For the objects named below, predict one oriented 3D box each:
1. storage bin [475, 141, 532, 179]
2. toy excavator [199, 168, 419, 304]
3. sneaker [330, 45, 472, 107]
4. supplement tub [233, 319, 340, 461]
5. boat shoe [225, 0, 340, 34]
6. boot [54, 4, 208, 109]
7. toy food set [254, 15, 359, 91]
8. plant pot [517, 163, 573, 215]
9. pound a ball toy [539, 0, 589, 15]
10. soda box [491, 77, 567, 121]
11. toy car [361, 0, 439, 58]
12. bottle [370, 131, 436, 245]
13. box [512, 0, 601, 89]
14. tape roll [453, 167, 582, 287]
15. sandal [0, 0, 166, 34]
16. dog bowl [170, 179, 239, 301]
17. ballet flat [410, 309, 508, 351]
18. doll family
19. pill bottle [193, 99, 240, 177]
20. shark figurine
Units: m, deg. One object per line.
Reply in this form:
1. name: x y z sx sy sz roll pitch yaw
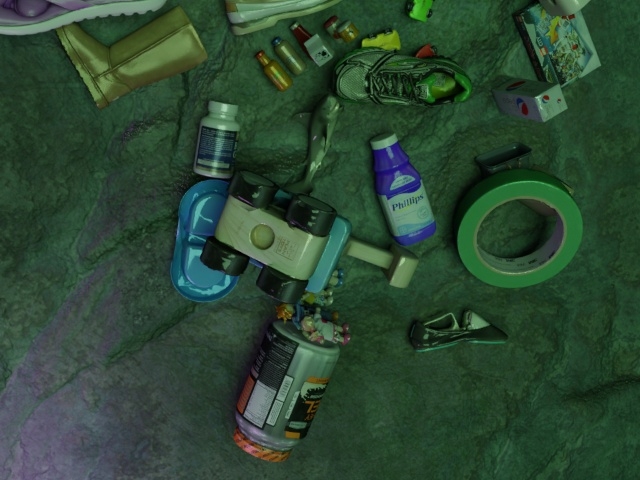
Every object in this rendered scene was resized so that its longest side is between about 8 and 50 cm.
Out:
1. storage bin: 0.488 -0.184 2.096 0.135 0.098 0.091 -22 120 -10
2. toy excavator: 0.000 0.000 1.884 0.433 0.445 0.222 25 103 12
3. sneaker: 0.191 -0.376 1.868 0.344 0.146 0.134 -5 114 -12
4. supplement tub: -0.092 0.375 2.007 0.194 0.193 0.316 19 99 -21
5. boat shoe: -0.068 -0.559 1.812 0.302 0.113 0.103 -22 115 -10
6. boot: -0.419 -0.442 1.757 0.270 0.089 0.236 -31 114 -10
7. toy food set: -0.031 -0.456 1.843 0.232 0.111 0.104 -31 114 26
8. plant pot: 0.606 -0.125 2.141 0.109 0.096 0.109 29 95 -22
9. pound a ball toy: 0.565 -0.725 1.906 0.208 0.136 0.319 -44 111 -4
10. soda box: 0.514 -0.350 1.989 0.074 0.216 0.069 -30 112 -7
11. toy car: 0.223 -0.518 1.945 0.239 0.053 0.225 14 99 -20
12. bottle: 0.200 -0.131 2.017 0.118 0.092 0.282 -23 109 -8
13. box: 0.610 -0.515 2.067 0.159 0.044 0.233 -32 111 -7
14. tape roll: 0.510 -0.028 2.085 0.321 0.077 0.321 0 121 1
15. sandal: -0.521 -0.532 1.653 0.416 0.102 0.169 -16 64 -20
16. dog bowl: -0.269 -0.005 1.917 0.166 0.074 0.297 6 103 -18
17. ballet flat: 0.379 0.241 2.173 0.281 0.095 0.096 -4 93 -16
18. doll family: -0.032 0.159 1.978 0.163 0.263 0.118 21 136 -33
19. pill bottle: -0.236 -0.235 1.856 0.094 0.094 0.169 7 102 -18
20. shark figurine: -0.027 -0.246 1.933 0.116 0.166 0.278 21 117 4
